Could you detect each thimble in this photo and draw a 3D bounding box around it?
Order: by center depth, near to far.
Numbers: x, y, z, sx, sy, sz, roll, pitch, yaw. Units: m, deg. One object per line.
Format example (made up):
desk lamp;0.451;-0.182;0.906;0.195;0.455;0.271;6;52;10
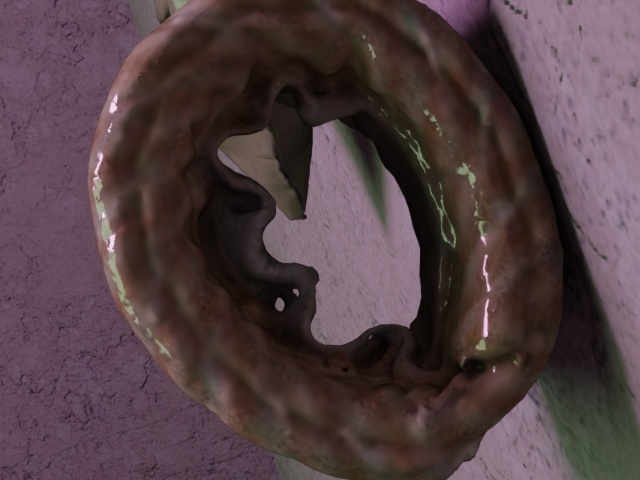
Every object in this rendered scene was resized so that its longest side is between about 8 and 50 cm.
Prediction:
thimble;0.001;-0.007;0.603;0.229;0.196;0.148;42;175;-3

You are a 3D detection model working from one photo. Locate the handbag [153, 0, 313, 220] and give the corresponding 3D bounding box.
handbag;-0.071;-0.204;0.891;0.253;0.109;0.315;89;166;-52
